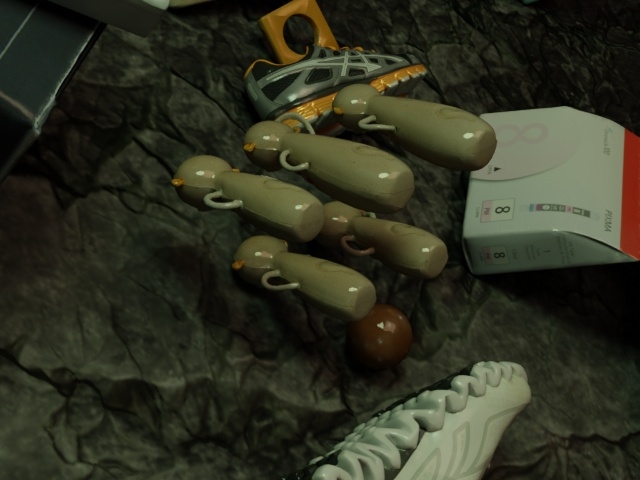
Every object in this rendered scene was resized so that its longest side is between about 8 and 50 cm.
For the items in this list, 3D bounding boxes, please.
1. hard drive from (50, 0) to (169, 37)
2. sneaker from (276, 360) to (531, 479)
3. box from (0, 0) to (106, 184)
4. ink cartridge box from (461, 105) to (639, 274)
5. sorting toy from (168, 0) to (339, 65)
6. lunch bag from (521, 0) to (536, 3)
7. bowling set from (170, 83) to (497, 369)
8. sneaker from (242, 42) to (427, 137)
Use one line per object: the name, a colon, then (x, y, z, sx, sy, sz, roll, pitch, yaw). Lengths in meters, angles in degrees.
hard drive: (-0.237, -0.254, 0.895, 0.307, 0.040, 0.203, 18, 46, -30)
sneaker: (0.067, 0.181, 1.089, 0.292, 0.110, 0.118, -29, 86, -43)
box: (-0.338, -0.204, 0.960, 0.395, 0.212, 0.293, 35, 39, -13)
ink cartridge box: (0.256, -0.055, 1.384, 0.189, 0.232, 0.066, -76, 151, -48)
sorting toy: (-0.088, -0.312, 1.367, 0.196, 0.047, 0.348, -19, 94, -30)
lunch bag: (0.233, -0.445, 1.697, 0.223, 0.160, 0.262, 48, 28, -51)
bowling set: (0.000, 0.000, 1.175, 0.154, 0.200, 0.287, 22, 27, 35)
sneaker: (0.018, -0.143, 1.342, 0.215, 0.084, 0.083, -21, 67, -49)
